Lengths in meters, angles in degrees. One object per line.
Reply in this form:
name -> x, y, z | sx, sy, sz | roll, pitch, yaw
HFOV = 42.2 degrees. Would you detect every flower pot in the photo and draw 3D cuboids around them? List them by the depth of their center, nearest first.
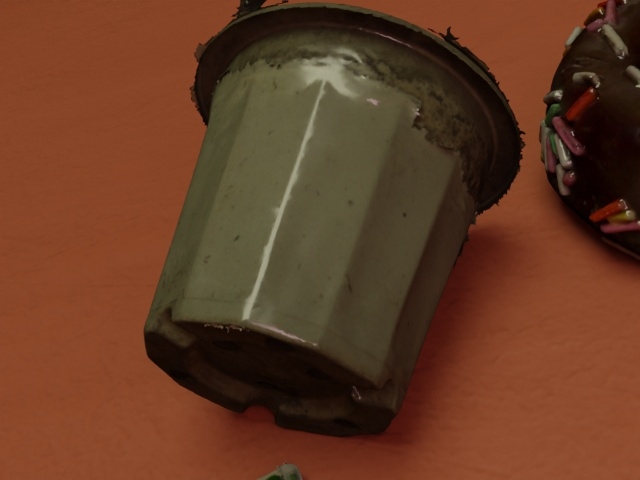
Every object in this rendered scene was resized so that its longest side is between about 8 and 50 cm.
flower pot -> 0.000, 0.000, 0.643 | 0.290, 0.290, 0.259 | 1, 58, 25

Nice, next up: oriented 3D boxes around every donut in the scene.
donut -> 0.317, -0.117, 0.704 | 0.259, 0.136, 0.345 | -4, 41, 16

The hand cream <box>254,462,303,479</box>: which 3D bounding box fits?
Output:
hand cream -> -0.131, 0.239, 0.563 | 0.276, 0.059, 0.095 | -21, 41, -7
